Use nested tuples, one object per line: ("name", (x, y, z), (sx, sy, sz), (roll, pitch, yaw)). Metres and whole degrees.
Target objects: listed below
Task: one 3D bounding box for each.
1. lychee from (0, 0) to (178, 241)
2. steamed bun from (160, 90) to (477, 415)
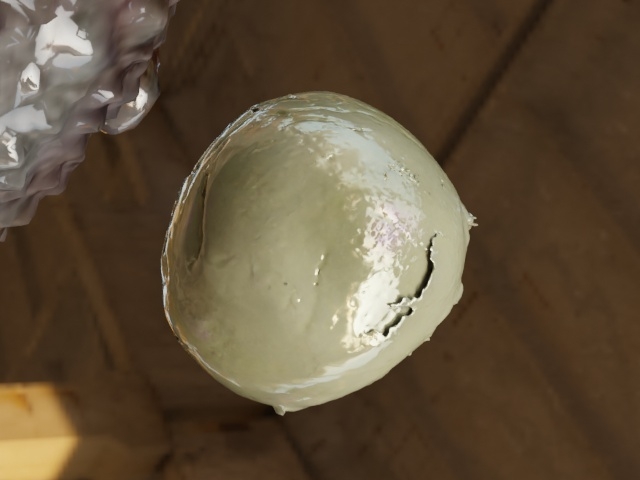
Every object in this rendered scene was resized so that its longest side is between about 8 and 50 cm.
("lychee", (-0.162, -0.123, 0.513), (0.300, 0.300, 0.300), (-2, -92, 55))
("steamed bun", (0.000, 0.000, 0.642), (0.112, 0.130, 0.091), (51, -23, -15))
